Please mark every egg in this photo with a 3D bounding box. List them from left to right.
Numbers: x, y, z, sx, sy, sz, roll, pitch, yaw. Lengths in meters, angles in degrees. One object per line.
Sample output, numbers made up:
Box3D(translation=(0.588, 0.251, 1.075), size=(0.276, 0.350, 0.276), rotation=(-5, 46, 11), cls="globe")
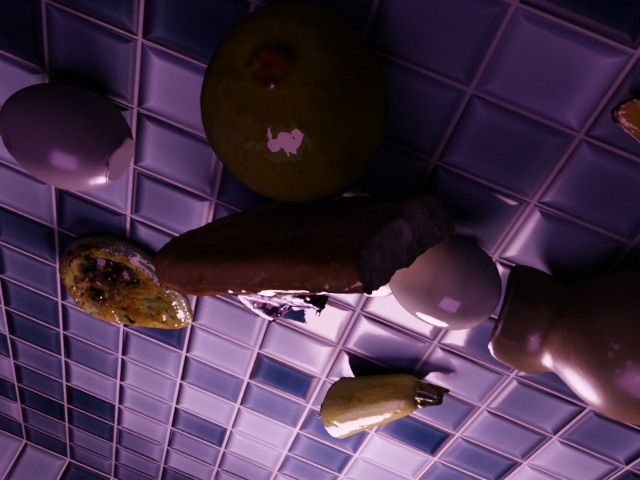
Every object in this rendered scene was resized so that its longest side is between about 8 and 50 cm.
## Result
Box3D(translation=(-0.435, -0.180, 1.564), size=(0.232, 0.176, 0.176), rotation=(23, 145, 3), cls="egg")
Box3D(translation=(0.197, 0.064, 1.502), size=(0.209, 0.151, 0.151), rotation=(24, 153, 43), cls="egg")

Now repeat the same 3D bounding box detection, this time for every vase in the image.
Box3D(translation=(0.475, 0.169, 1.497), size=(0.302, 0.240, 0.329), rotation=(9, 168, 39), cls="vase")

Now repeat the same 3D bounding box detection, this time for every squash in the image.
Box3D(translation=(0.137, 0.329, 1.990), size=(0.288, 0.137, 0.137), rotation=(-26, 123, 34), cls="squash")

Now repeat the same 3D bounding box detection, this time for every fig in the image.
Box3D(translation=(-0.024, -0.167, 1.290), size=(0.258, 0.258, 0.326), rotation=(10, 156, 18), cls="fig")

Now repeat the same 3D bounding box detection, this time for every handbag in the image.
Box3D(translation=(-0.098, 0.055, 1.721), size=(0.229, 0.126, 0.208), rotation=(39, 145, -24), cls="handbag")

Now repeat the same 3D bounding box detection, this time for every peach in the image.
Box3D(translation=(0.423, -0.156, 1.211), size=(0.083, 0.050, 0.077), rotation=(0, 117, 16), cls="peach")

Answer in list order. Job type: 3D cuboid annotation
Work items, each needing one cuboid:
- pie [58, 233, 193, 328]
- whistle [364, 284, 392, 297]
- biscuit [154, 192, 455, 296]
Box3D(translation=(-0.433, 0.100, 2.032), size=(0.323, 0.070, 0.323), rotation=(15, 143, 12), cls="pie")
Box3D(translation=(0.134, 0.054, 1.646), size=(0.258, 0.067, 0.126), rotation=(1, 138, 25), cls="whistle")
Box3D(translation=(-0.031, -0.006, 1.409), size=(0.446, 0.429, 0.103), rotation=(-1, 105, 32), cls="biscuit")
